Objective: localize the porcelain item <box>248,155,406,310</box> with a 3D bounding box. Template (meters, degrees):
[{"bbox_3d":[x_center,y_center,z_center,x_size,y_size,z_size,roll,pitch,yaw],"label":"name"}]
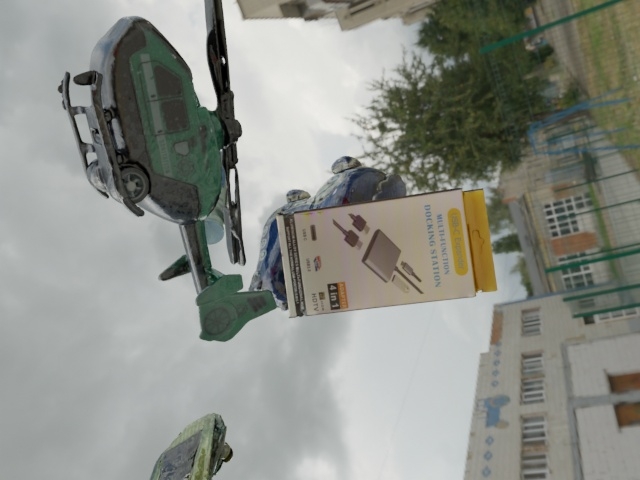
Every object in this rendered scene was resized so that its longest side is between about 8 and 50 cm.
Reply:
[{"bbox_3d":[0.000,0.000,0.864,0.138,0.288,0.186,44,-126,-21],"label":"porcelain item"}]

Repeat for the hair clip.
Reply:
[{"bbox_3d":[-0.164,0.333,0.622,0.091,0.138,0.321,41,-150,-11],"label":"hair clip"}]

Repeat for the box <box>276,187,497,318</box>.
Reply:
[{"bbox_3d":[0.074,0.014,0.696,0.033,0.247,0.129,-1,-97,-79],"label":"box"}]

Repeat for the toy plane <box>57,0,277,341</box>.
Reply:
[{"bbox_3d":[-0.136,-0.060,0.581,0.155,0.106,0.382,-22,-65,-30],"label":"toy plane"}]

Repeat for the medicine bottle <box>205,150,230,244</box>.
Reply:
[{"bbox_3d":[-0.169,-0.073,0.934,0.051,0.051,0.191,57,-162,-37],"label":"medicine bottle"}]
